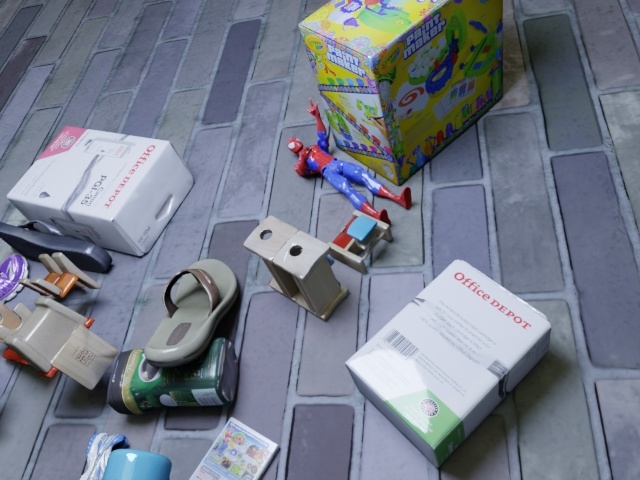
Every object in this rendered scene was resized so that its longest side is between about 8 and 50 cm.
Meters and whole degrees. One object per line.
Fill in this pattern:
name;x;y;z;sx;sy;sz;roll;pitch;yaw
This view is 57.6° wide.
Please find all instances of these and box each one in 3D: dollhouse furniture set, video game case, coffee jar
dollhouse furniture set;0.000;0.000;0.918;0.129;0.129;0.183;28;67;33
video game case;-0.123;0.314;0.793;0.087;0.011;0.122;20;62;30
dollhouse furniture set;-0.448;0.162;0.932;0.259;0.135;0.262;-5;47;48
coffee jar;-0.220;0.203;0.864;0.184;0.079;0.096;-8;47;11

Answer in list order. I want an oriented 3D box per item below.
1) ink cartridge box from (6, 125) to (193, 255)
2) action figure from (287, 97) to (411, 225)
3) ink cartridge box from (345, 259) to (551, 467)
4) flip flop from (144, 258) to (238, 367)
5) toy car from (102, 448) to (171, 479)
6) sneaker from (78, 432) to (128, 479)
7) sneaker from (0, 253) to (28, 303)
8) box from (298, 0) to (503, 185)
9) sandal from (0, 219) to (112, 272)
ink cartridge box;-0.426;-0.105;1.141;0.283;0.117;0.207;11;58;25
action figure;0.025;-0.144;1.023;0.091;0.139;0.280;-42;51;-17
ink cartridge box;0.170;0.155;0.768;0.219;0.092;0.160;-40;53;-14
flip flop;-0.203;0.091;0.899;0.112;0.080;0.277;-12;22;12
toy car;-0.150;0.383;0.670;0.238;0.210;0.219;13;58;-8
sneaker;-0.300;0.331;0.811;0.058;0.052;0.135;-10;52;5
sneaker;-0.619;0.090;1.084;0.068;0.071;0.170;18;60;29
box;0.156;-0.308;1.009;0.290;0.279;0.177;-40;53;-15
sandal;-0.503;0.005;1.104;0.254;0.097;0.054;13;59;13
